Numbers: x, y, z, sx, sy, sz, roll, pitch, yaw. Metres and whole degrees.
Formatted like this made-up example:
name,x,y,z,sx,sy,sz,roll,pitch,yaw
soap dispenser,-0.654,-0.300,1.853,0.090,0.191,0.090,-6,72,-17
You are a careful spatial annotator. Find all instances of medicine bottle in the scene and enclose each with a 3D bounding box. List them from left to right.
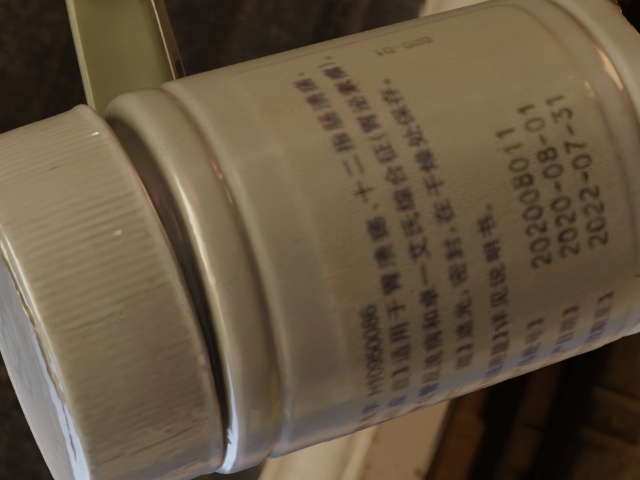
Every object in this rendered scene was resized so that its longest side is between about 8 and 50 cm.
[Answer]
name,x,y,z,sx,sy,sz,roll,pitch,yaw
medicine bottle,0.000,0.000,0.839,0.332,0.190,0.190,-16,-71,-19

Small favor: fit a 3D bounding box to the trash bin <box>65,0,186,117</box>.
name,x,y,z,sx,sy,sz,roll,pitch,yaw
trash bin,-0.121,-0.115,1.065,0.061,0.043,0.092,-12,-75,10
